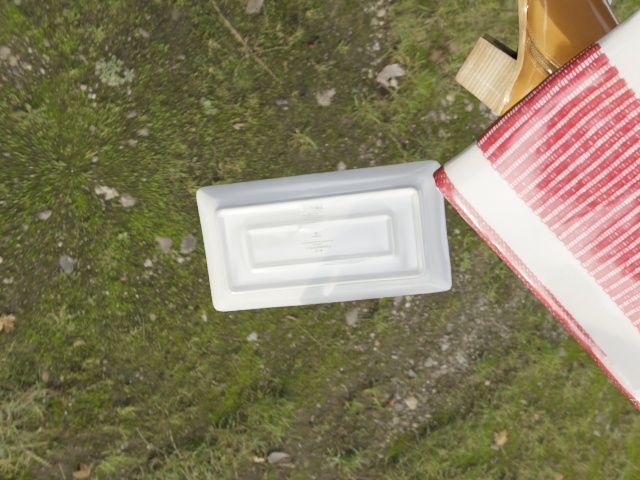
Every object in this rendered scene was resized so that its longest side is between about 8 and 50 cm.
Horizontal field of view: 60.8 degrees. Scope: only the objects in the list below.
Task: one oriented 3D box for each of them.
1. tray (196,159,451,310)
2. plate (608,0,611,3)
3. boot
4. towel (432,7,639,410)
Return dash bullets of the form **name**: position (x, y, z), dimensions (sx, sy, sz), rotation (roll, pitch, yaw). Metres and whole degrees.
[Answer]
- **tray**: position (0.000, 0.000, 0.589), dimensions (0.270, 0.030, 0.145), rotation (-6, 98, 8)
- **plate**: position (0.321, -0.310, 0.695), dimensions (0.188, 0.024, 0.188), rotation (-21, 123, -35)
- **boot**: position (0.223, -0.170, 0.442), dimensions (0.152, 0.197, 0.073), rotation (33, 45, 5)
- **towel**: position (0.257, -0.045, 0.278), dimensions (0.237, 0.037, 0.329), rotation (46, 121, -9)
